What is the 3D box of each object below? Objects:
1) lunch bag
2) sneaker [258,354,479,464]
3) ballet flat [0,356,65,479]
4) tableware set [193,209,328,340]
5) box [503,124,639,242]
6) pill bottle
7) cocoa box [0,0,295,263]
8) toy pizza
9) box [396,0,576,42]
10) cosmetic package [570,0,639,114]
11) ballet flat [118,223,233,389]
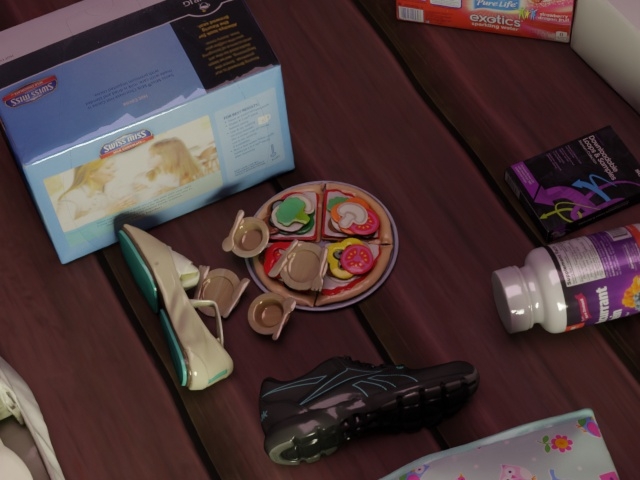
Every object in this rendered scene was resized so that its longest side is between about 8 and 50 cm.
[{"bbox_3d":[0.201,0.329,1.530,0.262,0.160,0.223,-13,57,-11],"label":"lunch bag"},{"bbox_3d":[0.053,0.176,1.676,0.267,0.101,0.106,-14,54,-5],"label":"sneaker"},{"bbox_3d":[-0.384,0.231,1.658,0.139,0.139,0.400,-30,59,-14],"label":"ballet flat"},{"bbox_3d":[-0.077,0.047,1.792,0.169,0.020,0.141,22,78,25],"label":"tableware set"},{"bbox_3d":[0.339,-0.077,1.861,0.162,0.029,0.116,-23,58,-12],"label":"box"},{"bbox_3d":[0.312,0.052,1.731,0.194,0.108,0.108,-14,57,-4],"label":"pill bottle"},{"bbox_3d":[-0.237,-0.171,1.849,0.347,0.231,0.228,-23,58,-10],"label":"cocoa box"},{"bbox_3d":[0.000,0.000,1.836,0.201,0.032,0.201,-2,57,4],"label":"toy pizza"},{"bbox_3d":[0.241,-0.380,2.010,0.257,0.128,0.122,9,58,11],"label":"box"},{"bbox_3d":[0.533,-0.234,1.876,0.217,0.156,0.385,-29,58,-14],"label":"cosmetic package"},{"bbox_3d":[-0.176,0.076,1.777,0.086,0.086,0.248,-22,63,-10],"label":"ballet flat"}]
